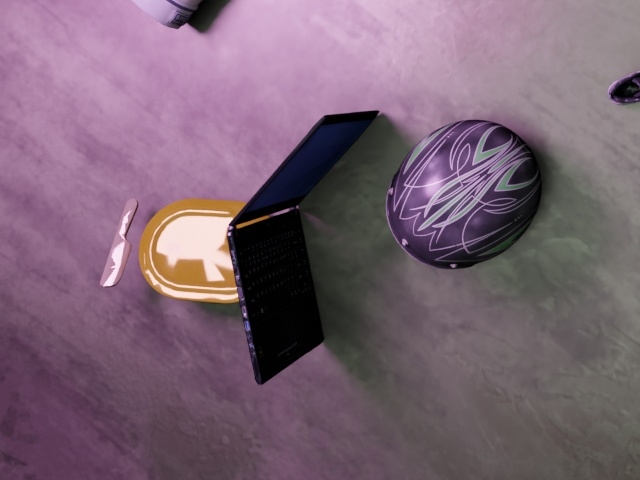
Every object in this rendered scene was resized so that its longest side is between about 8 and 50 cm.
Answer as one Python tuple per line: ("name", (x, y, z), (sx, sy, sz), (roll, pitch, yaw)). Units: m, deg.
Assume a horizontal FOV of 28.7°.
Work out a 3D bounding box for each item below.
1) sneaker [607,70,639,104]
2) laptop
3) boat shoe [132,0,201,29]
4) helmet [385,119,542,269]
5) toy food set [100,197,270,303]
("sneaker", (0.357, -0.169, 1.345), (0.098, 0.069, 0.038), (-23, 91, 18))
("laptop", (0.000, 0.000, 1.389), (0.136, 0.234, 0.264), (-10, 94, 18))
("boat shoe", (-0.252, -0.426, 1.458), (0.367, 0.136, 0.156), (45, 107, 3))
("helmet", (0.159, -0.051, 1.372), (0.169, 0.161, 0.169), (2, 98, 16))
("toy food set", (-0.146, 0.018, 1.529), (0.218, 0.071, 0.128), (5, 75, 14))
